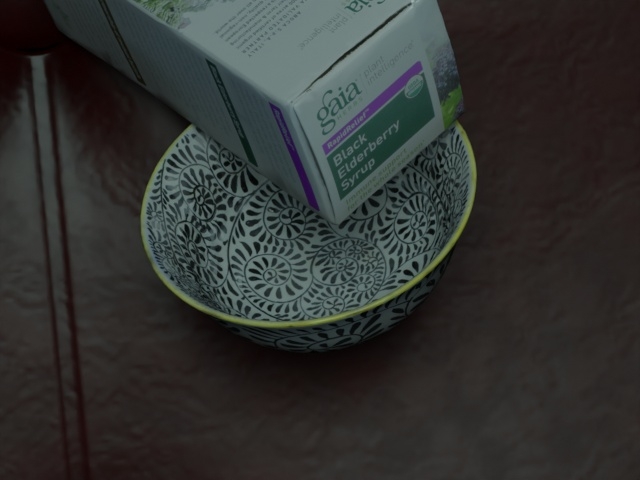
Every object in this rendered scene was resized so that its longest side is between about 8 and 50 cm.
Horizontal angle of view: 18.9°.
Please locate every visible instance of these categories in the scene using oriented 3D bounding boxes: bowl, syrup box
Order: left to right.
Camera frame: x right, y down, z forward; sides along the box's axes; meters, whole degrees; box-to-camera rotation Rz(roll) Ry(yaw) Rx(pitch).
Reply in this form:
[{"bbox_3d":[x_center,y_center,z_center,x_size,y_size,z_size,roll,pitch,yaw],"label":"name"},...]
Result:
[{"bbox_3d":[-0.046,-0.115,0.969,0.093,0.096,0.237,-42,54,-17],"label":"syrup box"},{"bbox_3d":[0.000,0.000,0.976,0.170,0.080,0.170,-7,49,8],"label":"bowl"}]
